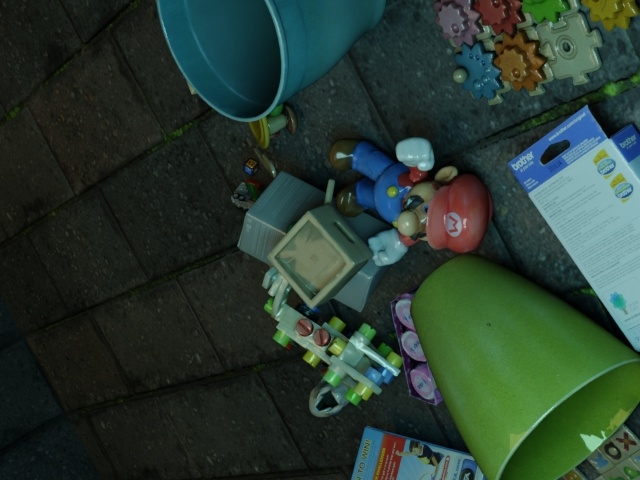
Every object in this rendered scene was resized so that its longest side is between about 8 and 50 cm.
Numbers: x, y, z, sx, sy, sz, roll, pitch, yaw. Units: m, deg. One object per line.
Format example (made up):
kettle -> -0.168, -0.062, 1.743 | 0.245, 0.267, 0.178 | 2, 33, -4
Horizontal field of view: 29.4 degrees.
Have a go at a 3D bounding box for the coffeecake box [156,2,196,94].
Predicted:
coffeecake box -> -0.191, -0.357, 1.998 | 0.142, 0.068, 0.185 | -40, 68, 57

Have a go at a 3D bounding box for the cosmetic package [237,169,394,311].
cosmetic package -> 0.000, 0.000, 2.005 | 0.238, 0.127, 0.107 | 31, 139, 10

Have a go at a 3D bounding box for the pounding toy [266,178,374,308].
pounding toy -> 0.002, 0.003, 1.886 | 0.141, 0.100, 0.130 | 49, 118, 11

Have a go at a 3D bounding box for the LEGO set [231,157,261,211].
LEGO set -> -0.060, -0.048, 2.166 | 0.244, 0.060, 0.182 | 46, 150, -11

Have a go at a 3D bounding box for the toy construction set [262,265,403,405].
toy construction set -> 0.001, 0.158, 2.132 | 0.328, 0.151, 0.215 | 49, 177, 16

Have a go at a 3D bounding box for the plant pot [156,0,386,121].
plant pot -> -0.052, -0.343, 1.749 | 0.271, 0.255, 0.272 | 33, 139, 35

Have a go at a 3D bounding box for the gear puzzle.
gear puzzle -> 0.275, -0.271, 1.572 | 0.339, 0.044, 0.175 | -7, 109, 54

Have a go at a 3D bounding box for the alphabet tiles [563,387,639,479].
alphabet tiles -> 0.387, 0.293, 1.873 | 0.237, 0.009, 0.198 | 47, 145, 9

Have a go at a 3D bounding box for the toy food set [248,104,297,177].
toy food set -> -0.086, -0.230, 2.059 | 0.128, 0.071, 0.218 | -136, 31, -64

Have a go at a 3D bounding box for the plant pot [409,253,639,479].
plant pot -> 0.264, 0.166, 1.731 | 0.293, 0.274, 0.275 | 49, 146, 31

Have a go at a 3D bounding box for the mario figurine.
mario figurine -> 0.114, -0.059, 1.822 | 0.198, 0.170, 0.320 | 40, 170, -38

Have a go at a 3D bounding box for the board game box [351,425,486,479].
board game box -> 0.166, 0.502, 2.105 | 0.302, 0.086, 0.308 | 6, 78, 51

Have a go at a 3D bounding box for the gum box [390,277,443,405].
gum box -> 0.184, 0.153, 1.956 | 0.062, 0.107, 0.188 | 15, 126, 47

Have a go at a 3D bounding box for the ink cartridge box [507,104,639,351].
ink cartridge box -> 0.396, -0.020, 1.593 | 0.311, 0.065, 0.186 | 54, 146, 3

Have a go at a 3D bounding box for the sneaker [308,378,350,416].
sneaker -> 0.010, 0.302, 2.317 | 0.071, 0.083, 0.191 | 53, 147, 6
